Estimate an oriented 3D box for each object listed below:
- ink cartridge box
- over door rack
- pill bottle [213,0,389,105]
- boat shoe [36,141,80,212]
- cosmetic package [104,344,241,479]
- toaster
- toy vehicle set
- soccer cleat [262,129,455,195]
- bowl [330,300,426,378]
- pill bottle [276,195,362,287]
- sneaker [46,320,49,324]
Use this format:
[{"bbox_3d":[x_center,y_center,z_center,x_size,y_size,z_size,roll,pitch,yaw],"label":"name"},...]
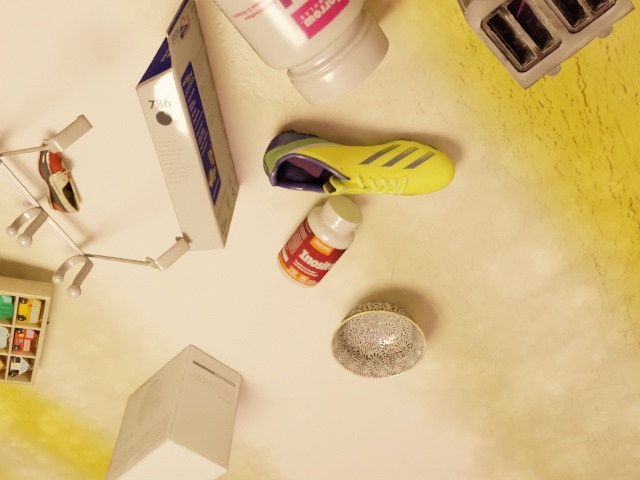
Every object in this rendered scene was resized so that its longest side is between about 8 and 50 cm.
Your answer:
[{"bbox_3d":[-0.183,-0.163,1.009,0.065,0.165,0.333,-3,127,7],"label":"ink cartridge box"},{"bbox_3d":[-0.382,-0.034,1.056,0.324,0.108,0.239,-7,128,42],"label":"over door rack"},{"bbox_3d":[-0.047,-0.315,0.887,0.160,0.160,0.283,-29,121,23],"label":"pill bottle"},{"bbox_3d":[-0.412,-0.098,1.141,0.043,0.049,0.137,13,134,9],"label":"boat shoe"},{"bbox_3d":[-0.279,0.367,1.383,0.138,0.225,0.224,36,121,-23],"label":"cosmetic package"},{"bbox_3d":[0.275,-0.309,0.907,0.168,0.110,0.185,-36,118,25],"label":"toaster"},{"bbox_3d":[-0.587,0.165,1.303,0.166,0.035,0.267,9,132,-20],"label":"toy vehicle set"},{"bbox_3d":[0.057,-0.097,1.074,0.289,0.121,0.093,6,127,-2],"label":"soccer cleat"},{"bbox_3d":[0.103,0.163,1.298,0.170,0.080,0.170,2,127,2],"label":"bowl"},{"bbox_3d":[0.000,0.000,1.174,0.086,0.086,0.152,27,124,-17],"label":"pill bottle"},{"bbox_3d":[-0.526,0.133,1.337,0.098,0.038,0.069,-24,125,30],"label":"sneaker"}]
